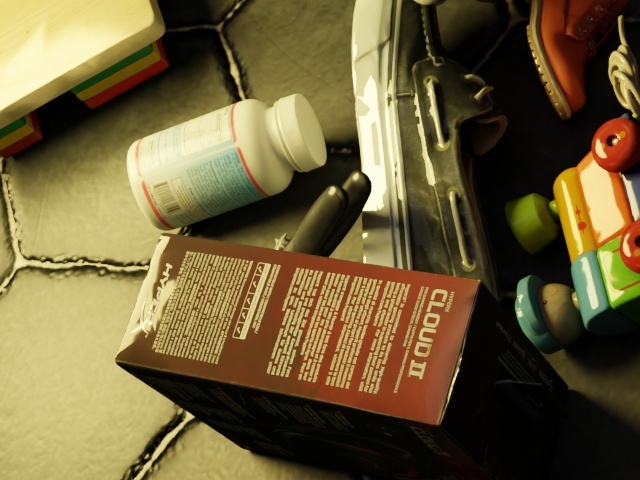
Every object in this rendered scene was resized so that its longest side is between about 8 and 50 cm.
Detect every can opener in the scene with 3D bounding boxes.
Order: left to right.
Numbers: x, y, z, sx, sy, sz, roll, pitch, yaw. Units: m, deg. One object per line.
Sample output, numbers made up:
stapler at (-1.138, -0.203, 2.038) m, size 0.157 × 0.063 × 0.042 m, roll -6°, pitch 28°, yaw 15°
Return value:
can opener at (0.000, 0.000, 1.283) m, size 0.073 × 0.186 × 0.059 m, roll 41°, pitch 51°, yaw 9°

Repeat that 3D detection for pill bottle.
pill bottle at (-0.080, -0.071, 1.391) m, size 0.160 × 0.087 × 0.087 m, roll -18°, pitch 60°, yaw 16°

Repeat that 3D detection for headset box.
headset box at (0.035, 0.101, 1.174) m, size 0.293 × 0.218 × 0.110 m, roll 8°, pitch 70°, yaw 29°

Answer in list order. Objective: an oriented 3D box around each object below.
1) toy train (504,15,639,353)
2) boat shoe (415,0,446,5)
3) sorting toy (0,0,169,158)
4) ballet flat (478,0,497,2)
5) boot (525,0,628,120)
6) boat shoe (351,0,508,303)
toy train at (0.205, -0.041, 1.241) m, size 0.143 × 0.105 × 0.248 m, roll -27°, pitch 56°, yaw 27°
boat shoe at (0.183, -0.311, 1.344) m, size 0.136 × 0.156 × 0.367 m, roll -46°, pitch 17°, yaw 52°
sorting toy at (-0.279, -0.221, 1.558) m, size 0.257 × 0.089 × 0.255 m, roll -28°, pitch 57°, yaw 11°
ballet flat at (0.119, -0.309, 1.435) m, size 0.084 × 0.058 × 0.250 m, roll -6°, pitch 62°, yaw -20°
boot at (0.214, -0.174, 1.321) m, size 0.084 × 0.059 × 0.158 m, roll -10°, pitch 61°, yaw 15°
boat shoe at (0.096, -0.088, 1.313) m, size 0.119 × 0.121 × 0.335 m, roll -7°, pitch 74°, yaw 14°
